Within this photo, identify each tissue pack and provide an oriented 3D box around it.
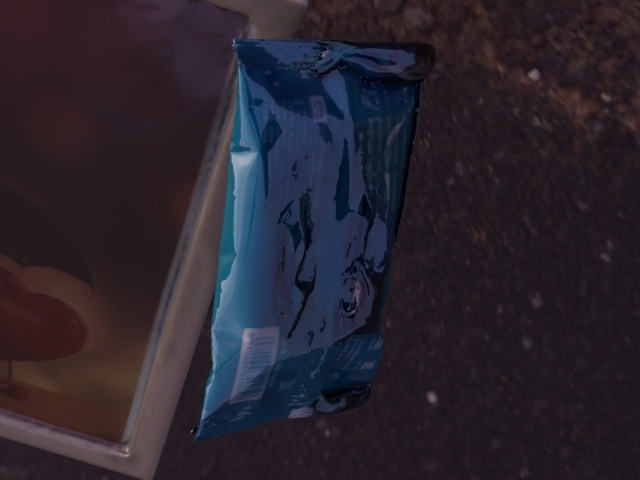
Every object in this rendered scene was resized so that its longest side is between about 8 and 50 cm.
[{"bbox_3d":[0.000,0.000,0.477,0.085,0.028,0.138,-5,107,-40],"label":"tissue pack"}]

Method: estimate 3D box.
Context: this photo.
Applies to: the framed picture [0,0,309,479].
[{"bbox_3d":[-0.139,-0.019,0.560,0.211,0.020,0.289,18,133,-5],"label":"framed picture"}]
